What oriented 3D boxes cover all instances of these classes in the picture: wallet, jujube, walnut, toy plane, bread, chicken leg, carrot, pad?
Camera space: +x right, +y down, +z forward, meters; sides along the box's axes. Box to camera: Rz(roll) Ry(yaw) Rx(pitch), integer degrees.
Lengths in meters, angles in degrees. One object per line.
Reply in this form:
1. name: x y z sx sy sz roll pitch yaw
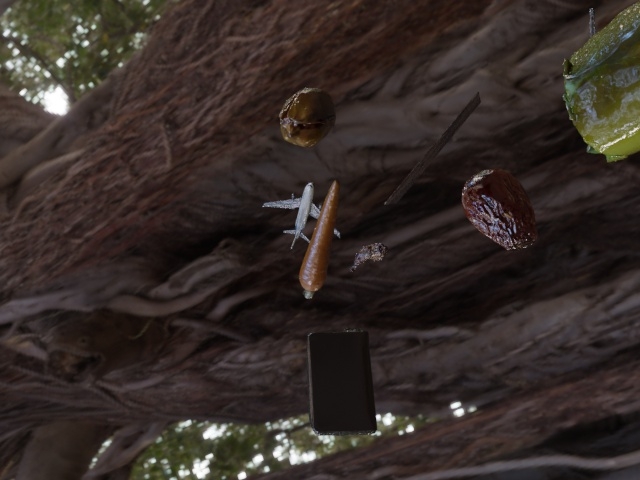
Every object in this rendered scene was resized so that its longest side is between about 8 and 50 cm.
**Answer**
1. wallet: 0.043 0.306 1.838 0.149 0.044 0.250 -1 -120 -7
2. jujube: 0.464 -0.075 2.162 0.168 0.168 0.236 11 -137 -50
3. walnut: -0.031 -0.301 2.063 0.137 0.137 0.245 51 -153 -16
4. toy plane: -0.044 -0.075 2.209 0.226 0.226 0.058 22 -140 4
5. bread: 0.585 -0.304 1.429 0.208 0.376 0.251 28 -113 -16
6. chicken leg: 0.139 0.047 2.504 0.062 0.145 0.037 61 -151 -13
7. carrot: 0.000 0.000 2.053 0.069 0.336 0.069 10 -154 -5
8. pad: 0.271 -0.212 1.994 0.004 0.330 0.220 41 -169 7

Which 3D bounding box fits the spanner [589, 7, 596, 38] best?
1. spanner: 0.764 -0.522 2.344 0.093 0.026 0.326 44 -133 -47
